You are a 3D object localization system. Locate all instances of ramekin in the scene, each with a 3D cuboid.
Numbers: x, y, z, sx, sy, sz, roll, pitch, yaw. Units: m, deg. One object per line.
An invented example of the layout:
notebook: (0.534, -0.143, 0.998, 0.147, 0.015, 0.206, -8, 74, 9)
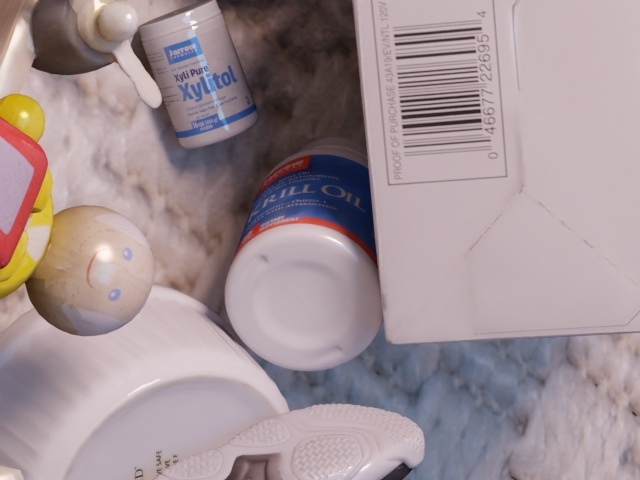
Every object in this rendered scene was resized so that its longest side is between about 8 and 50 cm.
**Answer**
ramekin: (-0.137, 0.174, 1.347, 0.273, 0.127, 0.272, -13, 115, -31)

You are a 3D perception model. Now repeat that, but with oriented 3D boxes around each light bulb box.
light bulb box: (0.166, -0.140, 1.403, 0.225, 0.361, 0.357, -3, 103, 10)

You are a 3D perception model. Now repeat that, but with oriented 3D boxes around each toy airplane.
toy airplane: (-0.245, -0.005, 1.180, 0.272, 0.384, 0.386, 21, 121, -9)

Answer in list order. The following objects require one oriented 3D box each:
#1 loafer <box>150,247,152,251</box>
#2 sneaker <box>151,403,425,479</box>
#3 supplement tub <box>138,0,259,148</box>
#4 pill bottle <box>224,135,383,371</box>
loafer: (-0.154, 0.065, 1.422, 0.050, 0.056, 0.148, 2, 89, -27)
sneaker: (-0.042, 0.223, 1.291, 0.269, 0.101, 0.153, -20, 119, -21)
supplement tub: (-0.098, -0.134, 1.453, 0.071, 0.071, 0.107, -28, 105, -30)
pill bottle: (0.000, 0.000, 1.430, 0.124, 0.124, 0.221, 58, 19, -19)
